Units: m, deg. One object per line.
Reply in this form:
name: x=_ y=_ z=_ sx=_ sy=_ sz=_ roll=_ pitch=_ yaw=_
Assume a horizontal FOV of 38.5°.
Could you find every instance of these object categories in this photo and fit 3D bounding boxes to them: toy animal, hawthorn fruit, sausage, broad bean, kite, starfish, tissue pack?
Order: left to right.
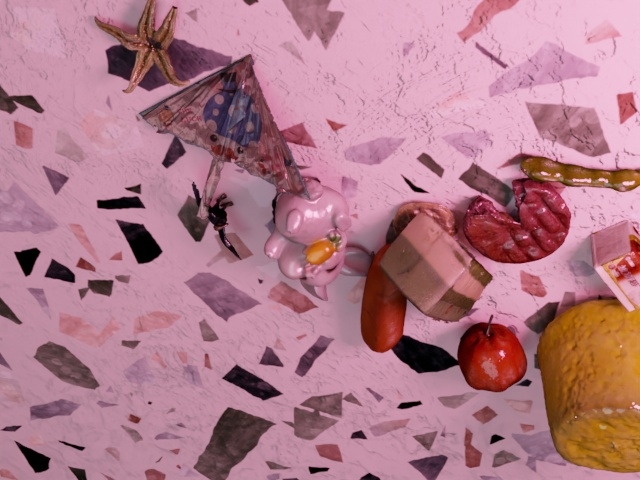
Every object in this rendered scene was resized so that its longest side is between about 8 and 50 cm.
starfish: x=-0.332 y=-0.371 z=1.734 sx=0.217 sy=0.050 sz=0.223 roll=29 pitch=120 yaw=-7
toy animal: x=-0.222 y=-0.052 z=1.968 sx=0.062 sy=0.108 sz=0.220 roll=-20 pitch=127 yaw=14
kite: x=-0.188 y=-0.196 z=1.814 sx=0.406 sy=0.014 sz=0.368 roll=26 pitch=117 yaw=13
toy animal: x=-0.007 y=0.001 z=1.944 sx=0.208 sy=0.154 sz=0.325 roll=-30 pitch=144 yaw=9
sausage: x=0.143 y=0.130 z=2.051 sx=0.094 sy=0.097 sz=0.348 roll=32 pitch=143 yaw=27
hawthorn fruit: x=0.388 y=0.251 z=2.086 sx=0.157 sy=0.157 sz=0.194 roll=-2 pitch=121 yaw=15
broad bean: x=0.512 y=-0.127 z=1.773 sx=0.256 sy=0.052 sz=0.052 roll=5 pitch=119 yaw=5
tissue pack: x=0.631 y=0.052 z=1.875 sx=0.099 sy=0.106 sz=0.149 roll=-27 pitch=122 yaw=32

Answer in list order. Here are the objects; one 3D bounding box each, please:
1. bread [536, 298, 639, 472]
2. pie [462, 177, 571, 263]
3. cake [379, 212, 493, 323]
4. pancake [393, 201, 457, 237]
bread: x=0.653 y=0.322 z=1.982 sx=0.348 sy=0.307 sz=0.348 roll=4 pitch=133 yaw=4
pie: x=0.404 y=-0.037 z=1.881 sx=0.219 sy=0.054 sz=0.204 roll=-14 pitch=127 yaw=21
cake: x=0.250 y=0.063 z=1.940 sx=0.158 sy=0.172 sz=0.283 roll=-48 pitch=157 yaw=7
pancake: x=0.221 y=-0.033 z=1.942 sx=0.140 sy=0.022 sz=0.139 roll=7 pitch=134 yaw=7
